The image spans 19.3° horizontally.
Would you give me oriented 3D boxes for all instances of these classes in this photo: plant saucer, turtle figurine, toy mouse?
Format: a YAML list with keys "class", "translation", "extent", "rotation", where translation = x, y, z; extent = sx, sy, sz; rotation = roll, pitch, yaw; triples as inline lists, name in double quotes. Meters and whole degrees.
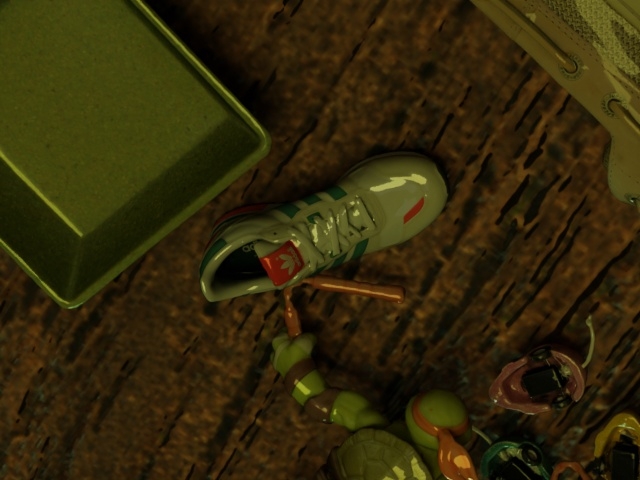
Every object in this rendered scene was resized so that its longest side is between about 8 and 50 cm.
- class: "plant saucer"
  translation: [-0.148, -0.080, 1.112]
  extent: [0.188, 0.045, 0.188]
  rotation: [-37, 103, 28]
- class: "turtle figurine"
  translation: [0.047, 0.165, 1.145]
  extent: [0.269, 0.087, 0.217]
  rotation: [37, 126, 9]
- class: "toy mouse"
  translation: [0.138, 0.114, 1.148]
  extent: [0.143, 0.031, 0.161]
  rotation: [4, 113, 25]

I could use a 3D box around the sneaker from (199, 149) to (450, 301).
- class: "sneaker"
  translation: [0.000, 0.000, 1.099]
  extent: [0.161, 0.075, 0.057]
  rotation: [-17, 112, 22]

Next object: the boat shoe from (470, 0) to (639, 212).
- class: "boat shoe"
  translation: [0.203, -0.067, 0.997]
  extent: [0.341, 0.121, 0.110]
  rotation: [49, 123, -2]
